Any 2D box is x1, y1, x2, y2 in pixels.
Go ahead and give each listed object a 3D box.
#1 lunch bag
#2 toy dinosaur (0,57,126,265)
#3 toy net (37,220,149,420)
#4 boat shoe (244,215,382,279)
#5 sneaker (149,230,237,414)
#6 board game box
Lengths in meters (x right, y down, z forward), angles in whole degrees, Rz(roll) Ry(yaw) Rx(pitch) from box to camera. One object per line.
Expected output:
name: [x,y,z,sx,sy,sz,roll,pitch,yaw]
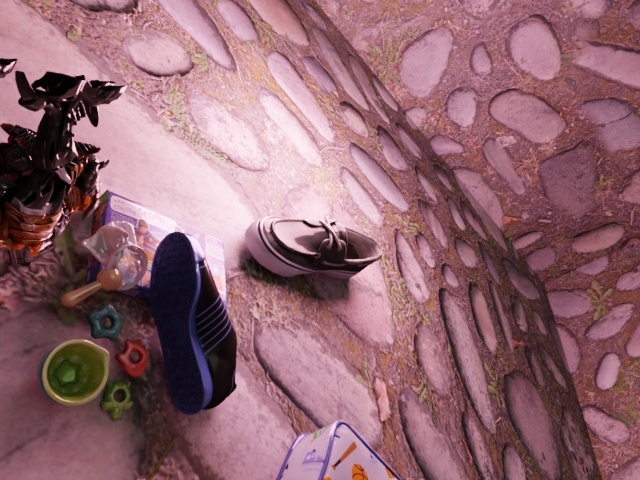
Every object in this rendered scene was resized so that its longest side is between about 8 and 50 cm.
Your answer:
lunch bag: [0.060,0.417,0.712,0.303,0.115,0.243,50,28,-11]
toy dinosaur: [-0.298,-0.065,0.519,0.165,0.218,0.322,8,17,-21]
toy net: [-0.237,0.080,0.599,0.122,0.045,0.232,30,55,-36]
boat shoe: [0.000,0.000,1.003,0.335,0.119,0.121,10,54,-53]
sneaker: [-0.161,0.104,0.679,0.090,0.082,0.232,0,84,-66]
board game box: [-0.223,0.026,0.731,0.201,0.035,0.136,27,42,-42]
